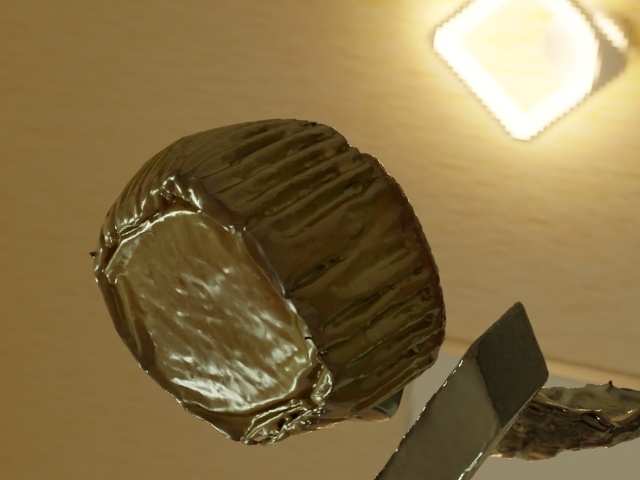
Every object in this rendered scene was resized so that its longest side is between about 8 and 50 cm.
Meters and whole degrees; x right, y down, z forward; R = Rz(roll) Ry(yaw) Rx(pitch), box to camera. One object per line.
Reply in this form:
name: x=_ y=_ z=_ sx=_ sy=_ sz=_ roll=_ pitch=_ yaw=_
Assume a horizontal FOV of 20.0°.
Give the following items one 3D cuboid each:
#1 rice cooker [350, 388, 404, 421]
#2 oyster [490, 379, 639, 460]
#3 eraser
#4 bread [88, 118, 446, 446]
rice cooker: x=0.014 y=0.145 z=2.151 sx=0.145 sy=0.206 sz=0.127 roll=30 pitch=-96 yaw=-42
oyster: x=0.302 y=0.225 z=2.290 sx=0.275 sy=0.271 sz=0.100 roll=13 pitch=-109 yaw=-63
eraser: x=0.128 y=0.215 z=1.852 sx=0.111 sy=0.077 sz=0.352 roll=-36 pitch=-18 yaw=-46
bread: x=-0.036 y=0.025 z=1.269 sx=0.142 sy=0.253 sz=0.227 roll=-32 pitch=-84 yaw=-35
